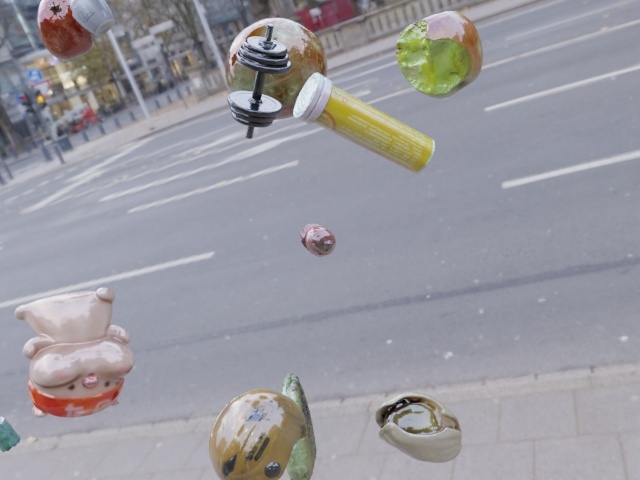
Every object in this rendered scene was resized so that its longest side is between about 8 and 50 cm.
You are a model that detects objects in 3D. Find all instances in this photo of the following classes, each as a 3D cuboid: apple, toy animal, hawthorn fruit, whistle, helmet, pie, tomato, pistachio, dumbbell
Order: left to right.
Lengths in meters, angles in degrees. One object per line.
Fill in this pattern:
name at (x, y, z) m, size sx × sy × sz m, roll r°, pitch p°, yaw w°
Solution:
whistle at (-0.536, 0.255, 1.019) m, size 0.039 × 0.186 × 0.039 m, roll -19°, pitch 29°, yaw 11°
hawthorn fruit at (-0.699, -0.594, 1.768) m, size 0.163 × 0.162 × 0.203 m, roll -25°, pitch -24°, yaw -15°
toy animal at (-0.395, 0.184, 1.056) m, size 0.172 × 0.197 × 0.171 m, roll -13°, pitch -9°, yaw -2°
helmet at (-0.149, 0.397, 1.351) m, size 0.224 × 0.130 × 0.198 m, roll -47°, pitch 27°, yaw -14°
dumbbell at (-0.108, -0.276, 1.152) m, size 0.099 × 0.208 × 0.099 m, roll 12°, pitch 31°, yaw -7°
tomato at (-0.111, -0.433, 1.712) m, size 0.270 × 0.270 × 0.222 m, roll -21°, pitch 55°, yaw -1°
pie at (-0.057, 0.502, 1.740) m, size 0.071 × 0.323 × 0.323 m, roll -7°, pitch 20°, yaw 4°
helmet at (-0.001, -0.001, 1.428) m, size 0.065 × 0.084 × 0.049 m, roll -57°, pitch 17°, yaw -10°
pistachio at (0.214, 0.409, 1.428) m, size 0.153 × 0.238 × 0.137 m, roll -35°, pitch 41°, yaw 23°
apple at (0.354, -0.538, 1.924) m, size 0.246 × 0.226 × 0.246 m, roll -22°, pitch -1°, yaw 0°

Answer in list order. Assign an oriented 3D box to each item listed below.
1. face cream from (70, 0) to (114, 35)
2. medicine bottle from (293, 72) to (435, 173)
face cream at (-0.584, -0.584, 1.686) m, size 0.091 × 0.095 × 0.091 m, roll -40°, pitch 3°, yaw 2°
medicine bottle at (0.070, -0.173, 0.997) m, size 0.074 × 0.218 × 0.073 m, roll -49°, pitch 28°, yaw 38°
